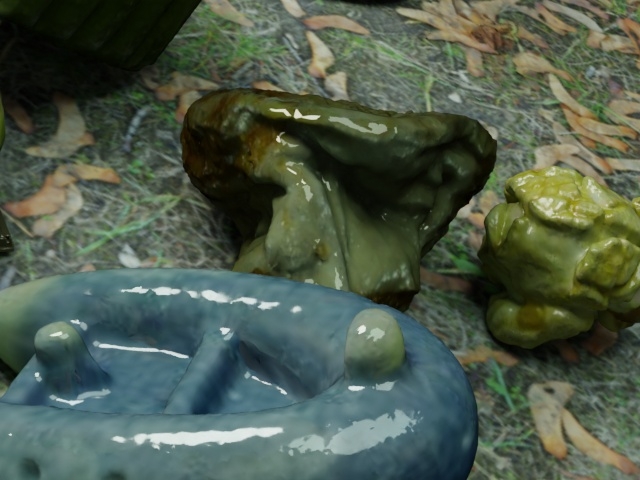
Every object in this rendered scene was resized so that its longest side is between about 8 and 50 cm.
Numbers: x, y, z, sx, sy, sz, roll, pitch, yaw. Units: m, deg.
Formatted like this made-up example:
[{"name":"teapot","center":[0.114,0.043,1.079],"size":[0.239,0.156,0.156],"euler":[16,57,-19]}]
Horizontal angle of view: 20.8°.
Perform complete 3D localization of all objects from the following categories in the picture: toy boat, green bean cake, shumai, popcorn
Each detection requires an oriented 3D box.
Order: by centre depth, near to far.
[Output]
[{"name":"toy boat","center":[-0.074,0.082,0.987],"size":[0.330,0.123,0.215],"euler":[9,33,18]},{"name":"shumai","center":[0.000,0.000,1.215],"size":[0.222,0.203,0.272],"euler":[7,5,20]},{"name":"green bean cake","center":[-0.215,-0.253,1.277],"size":[0.247,0.156,0.250],"euler":[39,11,22]},{"name":"popcorn","center":[0.185,0.005,1.293],"size":[0.162,0.141,0.135],"euler":[-27,56,0]}]

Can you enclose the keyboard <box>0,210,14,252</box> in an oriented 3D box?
[{"name":"keyboard","center":[-0.269,-0.009,1.146],"size":[0.129,0.015,0.049],"euler":[-2,41,-31]}]

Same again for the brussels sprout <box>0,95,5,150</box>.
[{"name":"brussels sprout","center":[-0.276,-0.090,1.125],"size":[0.146,0.131,0.183],"euler":[1,22,-24]}]
